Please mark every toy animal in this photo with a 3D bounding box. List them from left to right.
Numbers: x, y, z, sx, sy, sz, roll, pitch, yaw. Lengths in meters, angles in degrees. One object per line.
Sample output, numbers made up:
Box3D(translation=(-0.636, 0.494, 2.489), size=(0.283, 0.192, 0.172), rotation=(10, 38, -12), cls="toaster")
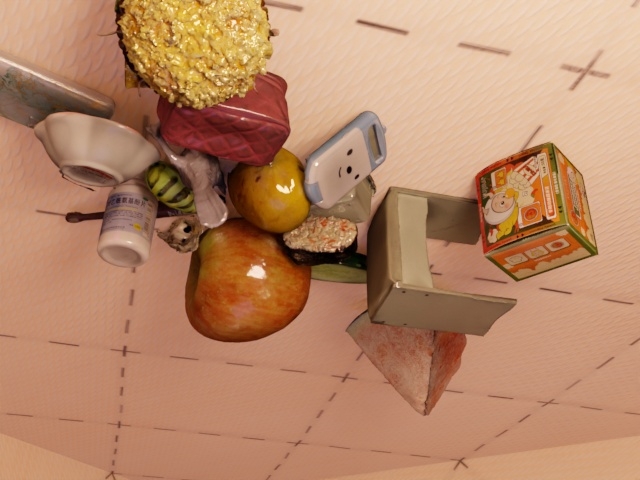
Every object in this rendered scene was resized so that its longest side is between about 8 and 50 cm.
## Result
Box3D(translation=(-0.233, -0.143, 1.385), size=(0.081, 0.367, 0.206), rotation=(-34, 103, 2), cls="toy animal")

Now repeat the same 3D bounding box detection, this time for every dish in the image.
Box3D(translation=(-0.411, -0.146, 1.382), size=(0.229, 0.081, 0.229), rotation=(8, 161, 3), cls="dish")

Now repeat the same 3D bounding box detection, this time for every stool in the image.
Box3D(translation=(0.244, 0.047, 1.603), size=(0.269, 0.244, 0.170), rotation=(9, 147, -10), cls="stool")

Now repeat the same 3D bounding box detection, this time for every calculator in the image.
Box3D(translation=(0.049, -0.148, 1.385), size=(0.039, 0.210, 0.121), rotation=(32, 152, 36), cls="calculator")

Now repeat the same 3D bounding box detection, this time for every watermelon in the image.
Box3D(translation=(0.230, 0.284, 1.994), size=(0.250, 0.293, 0.283), rotation=(12, 163, 46), cls="watermelon")

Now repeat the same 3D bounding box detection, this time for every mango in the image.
Box3D(translation=(-0.104, -0.095, 1.464), size=(0.262, 0.130, 0.167), rotation=(8, 126, 64), cls="mango")

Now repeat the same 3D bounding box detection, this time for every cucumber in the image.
Box3D(translation=(0.039, 0.054, 1.789), size=(0.244, 0.063, 0.115), rotation=(12, 153, -16), cls="cucumber")

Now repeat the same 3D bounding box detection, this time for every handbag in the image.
Box3D(translation=(-0.162, -0.226, 1.298), size=(0.225, 0.135, 0.146), rotation=(12, 144, -22), cls="handbag")

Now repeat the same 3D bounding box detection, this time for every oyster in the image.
Box3D(translation=(-0.296, -0.012, 1.670), size=(0.061, 0.200, 0.106), rotation=(36, 93, -27), cls="oyster")

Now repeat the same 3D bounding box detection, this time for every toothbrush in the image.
Box3D(translation=(-0.383, -0.063, 1.646), size=(0.364, 0.041, 0.041), rotation=(-6, 147, 10), cls="toothbrush")

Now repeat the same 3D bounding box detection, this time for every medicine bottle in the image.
Box3D(translation=(-0.385, -0.047, 1.535), size=(0.102, 0.187, 0.103), rotation=(2, 148, 1), cls="medicine bottle")

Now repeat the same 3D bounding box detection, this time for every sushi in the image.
Box3D(translation=(0.000, 0.000, 1.511), size=(0.150, 0.090, 0.078), rotation=(0, 144, 5), cls="sushi")

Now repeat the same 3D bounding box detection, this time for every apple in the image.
Box3D(translation=(-0.156, 0.090, 1.655), size=(0.250, 0.277, 0.309), rotation=(8, -178, -22), cls="apple")

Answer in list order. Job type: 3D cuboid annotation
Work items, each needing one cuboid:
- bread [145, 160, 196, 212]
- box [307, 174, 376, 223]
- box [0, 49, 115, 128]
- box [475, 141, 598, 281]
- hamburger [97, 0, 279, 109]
Box3D(translation=(-0.289, -0.104, 1.501), size=(0.130, 0.071, 0.139), rotation=(39, -176, -1), cls="bread")
Box3D(translation=(0.022, -0.084, 1.545), size=(0.172, 0.093, 0.124), rotation=(-13, 145, 21), cls="box")
Box3D(translation=(-0.520, -0.258, 1.346), size=(0.285, 0.044, 0.142), rotation=(22, 138, -29), cls="box")
Box3D(translation=(0.415, -0.054, 1.482), size=(0.177, 0.195, 0.148), rotation=(-24, 139, 35), cls="box")
Box3D(translation=(-0.191, -0.307, 1.106), size=(0.261, 0.139, 0.243), rotation=(0, 116, -6), cls="hamburger")
